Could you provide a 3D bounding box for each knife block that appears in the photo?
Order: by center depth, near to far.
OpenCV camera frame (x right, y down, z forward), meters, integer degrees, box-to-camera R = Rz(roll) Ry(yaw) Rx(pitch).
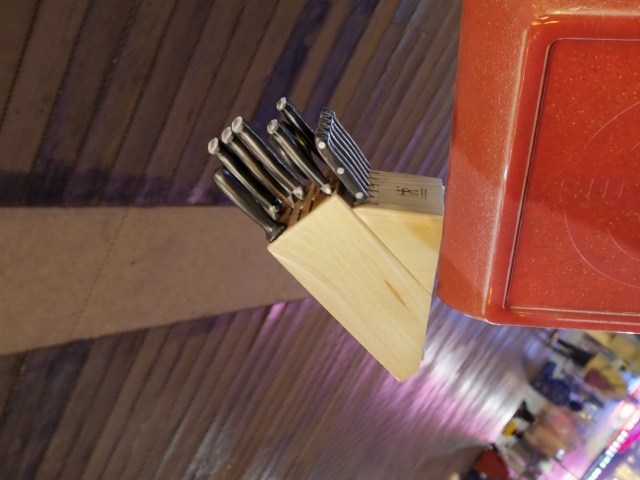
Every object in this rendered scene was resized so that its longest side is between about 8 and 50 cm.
[{"bbox_3d":[0.000,0.000,0.812,0.088,0.242,0.276,-77,173,-59],"label":"knife block"}]

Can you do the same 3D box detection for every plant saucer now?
[{"bbox_3d":[0.199,-0.033,0.425,0.048,0.258,0.259,-80,171,-47],"label":"plant saucer"}]
